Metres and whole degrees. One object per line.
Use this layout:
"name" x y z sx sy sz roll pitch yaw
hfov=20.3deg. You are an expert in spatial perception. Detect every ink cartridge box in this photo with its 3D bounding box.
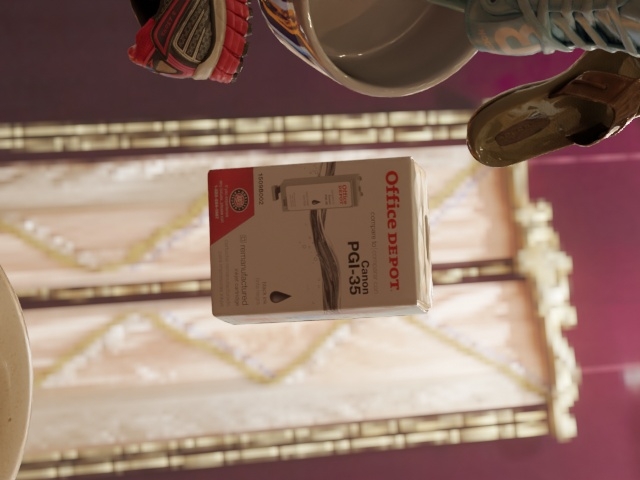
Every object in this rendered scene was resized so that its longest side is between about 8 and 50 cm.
"ink cartridge box" 0.000 0.000 2.396 0.117 0.283 0.207 34 53 -76

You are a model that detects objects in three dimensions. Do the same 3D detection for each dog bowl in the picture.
"dog bowl" 0.067 -0.287 1.828 0.104 0.265 0.265 36 -51 50

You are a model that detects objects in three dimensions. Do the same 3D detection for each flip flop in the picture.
"flip flop" 0.285 -0.145 1.911 0.112 0.277 0.080 56 17 -33

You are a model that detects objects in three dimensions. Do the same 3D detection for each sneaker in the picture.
"sneaker" 0.222 -0.215 1.667 0.366 0.150 0.135 34 -10 50
"sneaker" -0.141 -0.299 1.776 0.121 0.112 0.299 123 -37 -55

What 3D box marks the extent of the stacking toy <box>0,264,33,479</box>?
"stacking toy" -0.453 0.058 1.227 0.480 0.350 0.350 28 -57 44
